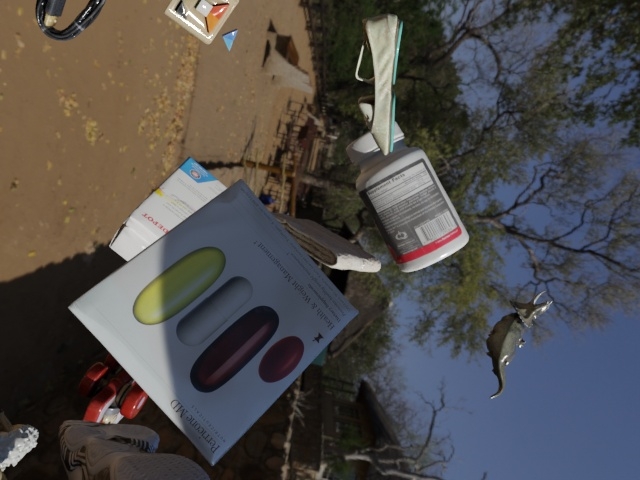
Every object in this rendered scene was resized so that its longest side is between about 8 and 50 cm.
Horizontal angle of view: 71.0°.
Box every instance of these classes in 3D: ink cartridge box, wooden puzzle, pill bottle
[{"bbox_3d":[-0.333,-0.038,1.051,0.168,0.171,0.232,-35,-161,44],"label":"ink cartridge box"},{"bbox_3d":[-0.149,-0.293,0.563,0.078,0.116,0.014,-50,-136,26],"label":"wooden puzzle"},{"bbox_3d":[0.190,-0.103,1.029,0.318,0.176,0.176,62,0,-1],"label":"pill bottle"}]

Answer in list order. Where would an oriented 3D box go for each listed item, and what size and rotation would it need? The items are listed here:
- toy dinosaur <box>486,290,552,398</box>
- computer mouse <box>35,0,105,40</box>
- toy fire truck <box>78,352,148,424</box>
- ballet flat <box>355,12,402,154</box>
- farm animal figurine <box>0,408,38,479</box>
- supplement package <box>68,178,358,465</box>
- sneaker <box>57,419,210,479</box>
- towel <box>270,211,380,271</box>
[{"bbox_3d":[0.504,0.276,1.233,0.313,0.121,0.160,-45,142,-23],"label":"toy dinosaur"},{"bbox_3d":[-0.202,-0.282,0.377,0.242,0.071,0.041,-59,-152,30],"label":"computer mouse"},{"bbox_3d":[-0.606,0.475,1.344,0.302,0.170,0.253,-64,179,-74],"label":"toy fire truck"},{"bbox_3d":[0.070,-0.190,0.560,0.057,0.053,0.168,-78,169,-60],"label":"ballet flat"},{"bbox_3d":[-0.670,0.482,0.741,0.330,0.172,0.327,-42,174,19],"label":"farm animal figurine"},{"bbox_3d":[-0.112,0.084,0.491,0.203,0.194,0.149,-43,-178,-25],"label":"supplement package"},{"bbox_3d":[-0.279,0.365,0.578,0.366,0.137,0.210,-7,-115,48],"label":"sneaker"},{"bbox_3d":[0.000,0.000,1.103,0.187,0.282,0.049,9,107,-50],"label":"towel"}]
